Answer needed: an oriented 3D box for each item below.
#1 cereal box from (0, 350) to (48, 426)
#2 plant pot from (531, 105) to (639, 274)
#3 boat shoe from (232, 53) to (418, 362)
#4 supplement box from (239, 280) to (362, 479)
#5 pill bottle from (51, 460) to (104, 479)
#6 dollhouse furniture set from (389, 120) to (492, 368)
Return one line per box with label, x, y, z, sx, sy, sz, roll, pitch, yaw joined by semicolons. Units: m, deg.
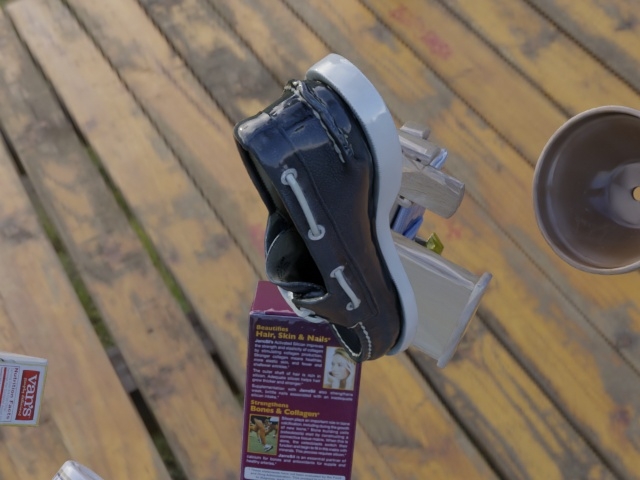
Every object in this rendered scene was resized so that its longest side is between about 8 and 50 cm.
cereal box;-0.300;0.069;0.722;0.173;0.240;0.047;5;85;35
plant pot;0.428;-0.069;1.818;0.237;0.237;0.110;26;15;36
boat shoe;0.000;0.000;0.889;0.091;0.302;0.114;-32;52;-15
supplement box;-0.017;0.139;1.179;0.104;0.188;0.081;5;21;0
pill bottle;-0.343;0.379;1.663;0.094;0.094;0.169;33;84;40
dollhouse furniture set;0.171;-0.024;1.760;0.198;0.286;0.303;29;30;11
